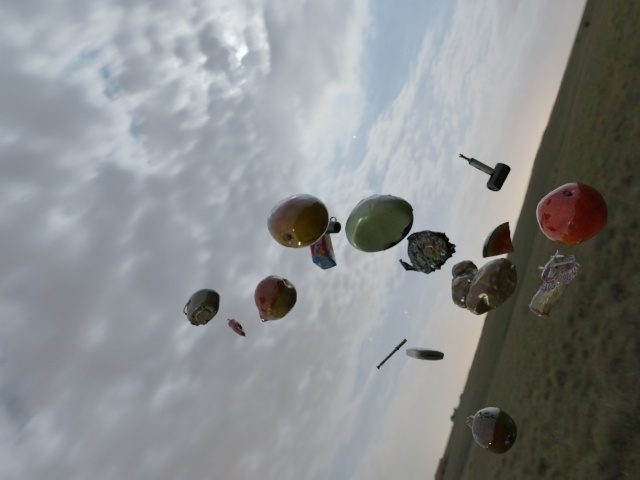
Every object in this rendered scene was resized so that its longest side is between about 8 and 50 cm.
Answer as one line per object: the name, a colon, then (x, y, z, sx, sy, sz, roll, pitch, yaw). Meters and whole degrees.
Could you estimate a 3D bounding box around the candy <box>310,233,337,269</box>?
candy: (0.001, 0.000, 2.369, 0.157, 0.100, 0.305, 42, -148, -59)

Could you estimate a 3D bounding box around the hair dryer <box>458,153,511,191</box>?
hair dryer: (0.604, -0.270, 1.553, 0.100, 0.198, 0.057, -58, -7, -9)

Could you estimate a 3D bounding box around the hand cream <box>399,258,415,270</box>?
hand cream: (0.529, 0.142, 2.299, 0.248, 0.075, 0.051, 11, -74, -45)

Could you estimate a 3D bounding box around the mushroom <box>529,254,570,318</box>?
mushroom: (1.196, 0.241, 2.143, 0.095, 0.123, 0.350, -22, -52, -60)

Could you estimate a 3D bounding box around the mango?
mango: (-0.112, -0.111, 2.002, 0.232, 0.300, 0.445, 61, -178, -21)

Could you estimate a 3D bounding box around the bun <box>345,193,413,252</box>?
bun: (0.230, -0.093, 1.719, 0.293, 0.294, 0.187, 78, 175, -47)

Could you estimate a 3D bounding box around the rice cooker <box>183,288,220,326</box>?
rice cooker: (-0.570, 0.322, 2.003, 0.145, 0.127, 0.206, 27, -64, -32)

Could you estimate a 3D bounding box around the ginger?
ginger: (0.615, 0.174, 1.628, 0.244, 0.155, 0.304, -65, 19, -10)

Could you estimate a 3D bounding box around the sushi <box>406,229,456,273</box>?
sushi: (0.582, 0.054, 2.177, 0.219, 0.239, 0.224, -5, -105, -51)

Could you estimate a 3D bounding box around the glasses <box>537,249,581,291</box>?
glasses: (1.138, 0.151, 2.001, 0.255, 0.096, 0.162, 124, 164, -55)

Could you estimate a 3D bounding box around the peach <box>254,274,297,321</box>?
peach: (-0.247, 0.321, 2.219, 0.256, 0.233, 0.232, -59, -23, 7)

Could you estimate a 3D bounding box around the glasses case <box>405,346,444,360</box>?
glasses case: (0.508, 0.551, 2.008, 0.234, 0.092, 0.059, 14, -100, -36)

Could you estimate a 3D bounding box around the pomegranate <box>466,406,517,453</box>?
pomegranate: (0.693, 0.768, 1.701, 0.180, 0.210, 0.179, 0, -91, -28)

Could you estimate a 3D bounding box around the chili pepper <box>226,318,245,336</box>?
chili pepper: (-0.436, 0.447, 2.143, 0.050, 0.191, 0.059, -50, -44, -12)

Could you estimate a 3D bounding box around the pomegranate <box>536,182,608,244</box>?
pomegranate: (0.911, -0.085, 1.502, 0.220, 0.221, 0.256, -65, -34, -19)

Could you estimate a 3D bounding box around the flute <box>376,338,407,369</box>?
flute: (0.406, 0.643, 2.349, 0.233, 0.027, 0.027, -45, -27, 1)

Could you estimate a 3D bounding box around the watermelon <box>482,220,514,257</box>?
watermelon: (0.785, -0.003, 1.851, 0.193, 0.137, 0.145, -11, -90, -54)

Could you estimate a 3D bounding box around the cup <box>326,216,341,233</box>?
cup: (0.069, -0.086, 2.310, 0.078, 0.077, 0.100, 19, -100, -46)

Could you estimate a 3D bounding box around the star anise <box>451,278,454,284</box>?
star anise: (0.718, 0.213, 2.174, 0.141, 0.042, 0.140, -171, 90, -88)
